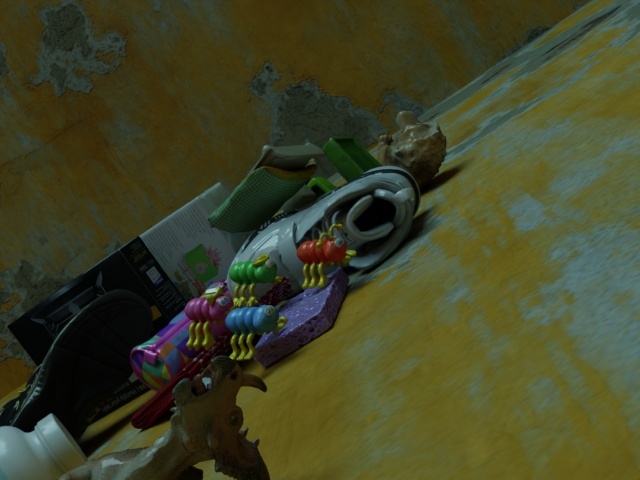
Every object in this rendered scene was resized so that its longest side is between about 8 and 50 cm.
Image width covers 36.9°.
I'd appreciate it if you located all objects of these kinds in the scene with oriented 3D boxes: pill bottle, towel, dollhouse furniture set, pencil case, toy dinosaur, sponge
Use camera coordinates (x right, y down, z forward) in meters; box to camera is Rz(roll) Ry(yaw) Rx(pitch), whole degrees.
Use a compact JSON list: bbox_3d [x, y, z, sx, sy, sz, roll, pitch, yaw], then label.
[{"bbox_3d":[-0.427,0.337,1.219,0.264,0.146,0.146,-37,7,-15],"label":"pill bottle"},{"bbox_3d":[-0.163,0.173,1.466,0.199,0.031,0.275,-42,0,44],"label":"towel"},{"bbox_3d":[-0.020,-0.060,1.697,0.197,0.151,0.301,-50,-19,26],"label":"dollhouse furniture set"},{"bbox_3d":[-0.215,0.157,1.622,0.104,0.104,0.236,-28,12,45],"label":"pencil case"},{"bbox_3d":[-0.142,0.221,0.838,0.200,0.127,0.296,-30,-8,-27],"label":"toy dinosaur"},{"bbox_3d":[-0.024,0.107,1.371,0.117,0.031,0.210,-33,7,15],"label":"sponge"}]

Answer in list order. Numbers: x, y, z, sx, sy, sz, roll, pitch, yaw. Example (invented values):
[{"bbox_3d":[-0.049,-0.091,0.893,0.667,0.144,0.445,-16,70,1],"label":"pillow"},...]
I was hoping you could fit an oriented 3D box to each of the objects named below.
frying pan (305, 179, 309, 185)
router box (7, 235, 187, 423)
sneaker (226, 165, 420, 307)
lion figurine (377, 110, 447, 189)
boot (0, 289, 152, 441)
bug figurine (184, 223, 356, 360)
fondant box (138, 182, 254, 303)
[{"bbox_3d":[-0.081,0.001,1.939,0.197,0.053,0.326,-52,11,36],"label":"frying pan"},{"bbox_3d":[-0.384,0.171,1.753,0.309,0.243,0.081,-31,8,25],"label":"router box"},{"bbox_3d":[0.000,0.000,1.539,0.366,0.137,0.210,-31,4,4],"label":"sneaker"},{"bbox_3d":[0.094,-0.095,1.895,0.392,0.142,0.240,-47,11,15],"label":"lion figurine"},{"bbox_3d":[-0.448,0.265,1.650,0.284,0.138,0.377,-28,32,60],"label":"boot"},{"bbox_3d":[-0.082,0.069,1.363,0.216,0.072,0.279,-11,22,37],"label":"bug figurine"},{"bbox_3d":[-0.254,0.076,1.802,0.330,0.238,0.096,-30,7,31],"label":"fondant box"}]
